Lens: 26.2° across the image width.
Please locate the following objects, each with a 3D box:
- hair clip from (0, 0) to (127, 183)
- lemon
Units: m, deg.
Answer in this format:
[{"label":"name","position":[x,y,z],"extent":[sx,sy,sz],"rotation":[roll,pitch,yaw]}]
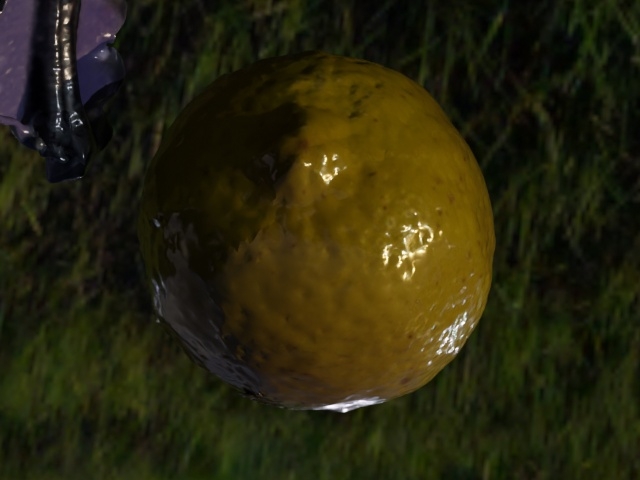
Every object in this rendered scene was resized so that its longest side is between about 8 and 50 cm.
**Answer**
[{"label":"hair clip","position":[-0.172,-0.129,0.903],"extent":[0.052,0.195,0.124],"rotation":[18,-154,34]},{"label":"lemon","position":[0.000,0.000,0.986],"extent":[0.253,0.253,0.310],"rotation":[4,155,14]}]
